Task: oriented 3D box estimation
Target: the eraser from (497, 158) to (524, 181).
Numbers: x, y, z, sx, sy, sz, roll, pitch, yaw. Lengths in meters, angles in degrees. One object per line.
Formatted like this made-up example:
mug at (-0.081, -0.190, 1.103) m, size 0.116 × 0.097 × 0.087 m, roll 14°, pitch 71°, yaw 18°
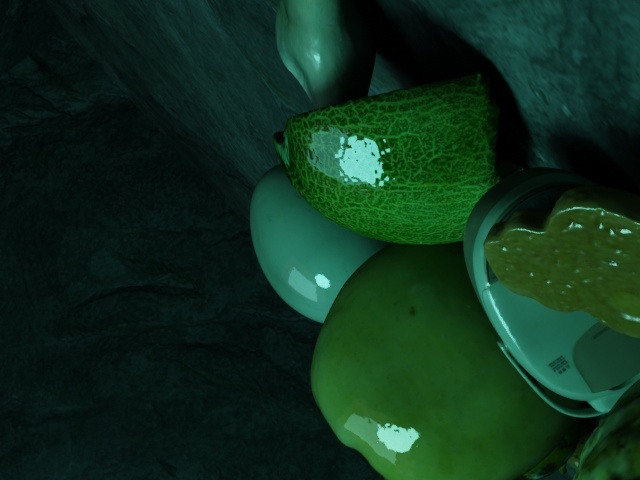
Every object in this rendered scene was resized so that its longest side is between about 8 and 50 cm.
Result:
eraser at (0.211, 0.019, 1.262) m, size 0.230 × 0.038 × 0.157 m, roll 51°, pitch 173°, yaw -16°

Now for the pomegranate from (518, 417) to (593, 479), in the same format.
pomegranate at (0.256, 0.233, 1.635) m, size 0.220 × 0.156 × 0.156 m, roll 51°, pitch 174°, yaw -39°

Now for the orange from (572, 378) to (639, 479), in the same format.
orange at (0.310, 0.193, 0.835) m, size 0.368 × 0.271 × 0.210 m, roll 53°, pitch -145°, yaw -24°

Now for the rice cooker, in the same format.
rice cooker at (0.196, 0.036, 1.045) m, size 0.206 × 0.145 × 0.127 m, roll 55°, pitch -177°, yaw -23°

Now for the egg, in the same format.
egg at (0.000, 0.000, 1.837) m, size 0.264 × 0.183 × 0.183 m, roll 53°, pitch 175°, yaw 28°

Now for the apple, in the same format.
apple at (0.123, 0.123, 1.279) m, size 0.262 × 0.262 × 0.262 m, roll 49°, pitch 172°, yaw 9°

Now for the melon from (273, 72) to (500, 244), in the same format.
melon at (0.052, -0.055, 1.169) m, size 0.265 × 0.169 × 0.129 m, roll 157°, pitch 106°, yaw -81°

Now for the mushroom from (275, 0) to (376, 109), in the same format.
mushroom at (0.006, -0.206, 1.201) m, size 0.225 × 0.093 × 0.116 m, roll 87°, pitch 169°, yaw -53°

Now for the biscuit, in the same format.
biscuit at (0.219, 0.018, 0.890) m, size 0.236 × 0.040 × 0.144 m, roll 6°, pitch 137°, yaw 41°
